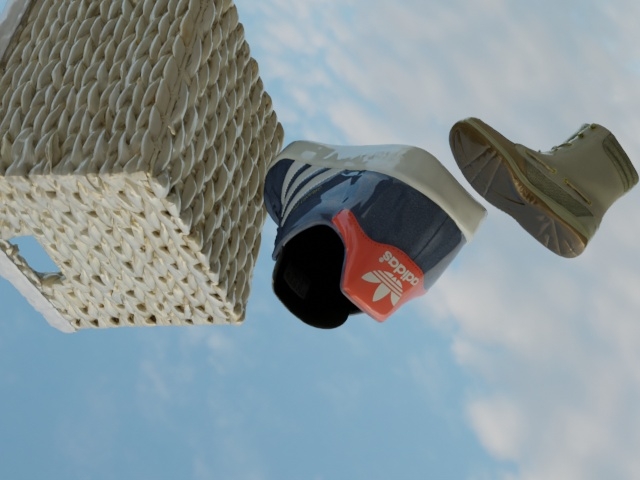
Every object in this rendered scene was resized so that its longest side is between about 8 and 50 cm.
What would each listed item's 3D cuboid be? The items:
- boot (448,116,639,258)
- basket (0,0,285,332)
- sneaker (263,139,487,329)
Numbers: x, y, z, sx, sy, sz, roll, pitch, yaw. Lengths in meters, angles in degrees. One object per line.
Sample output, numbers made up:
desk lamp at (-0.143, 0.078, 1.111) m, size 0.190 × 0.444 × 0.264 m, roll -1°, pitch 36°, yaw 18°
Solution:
boot at (0.273, -0.099, 1.200) m, size 0.213 × 0.077 × 0.165 m, roll 43°, pitch -121°, yaw 6°
basket at (-0.222, -0.103, 1.164) m, size 0.328 × 0.267 × 0.331 m, roll 68°, pitch -154°, yaw -52°
sneaker at (0.000, 0.000, 0.885) m, size 0.131 × 0.350 × 0.148 m, roll 41°, pitch -103°, yaw -15°
